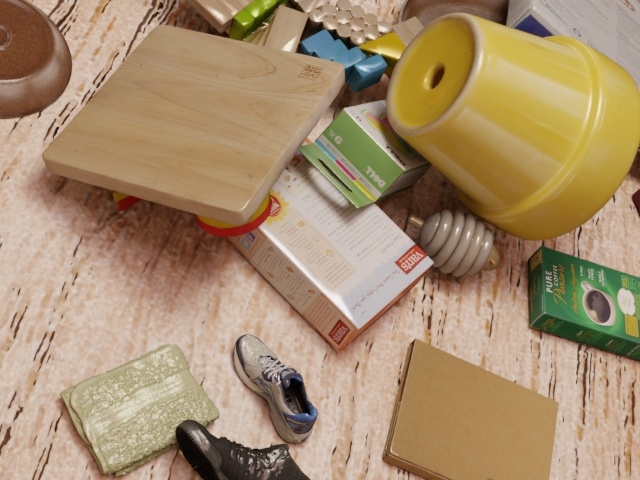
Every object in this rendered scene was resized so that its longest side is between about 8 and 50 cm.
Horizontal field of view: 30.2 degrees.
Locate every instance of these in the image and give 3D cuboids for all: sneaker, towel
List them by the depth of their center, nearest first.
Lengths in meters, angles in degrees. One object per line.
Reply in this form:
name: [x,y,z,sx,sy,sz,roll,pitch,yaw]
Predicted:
sneaker: [-0.069,0.236,1.234,0.089,0.051,0.170,-39,92,-32]
towel: [-0.186,0.175,1.239,0.148,0.027,0.110,-23,71,-35]
sneaker: [-0.044,0.153,1.303,0.052,0.058,0.135,-26,71,-36]

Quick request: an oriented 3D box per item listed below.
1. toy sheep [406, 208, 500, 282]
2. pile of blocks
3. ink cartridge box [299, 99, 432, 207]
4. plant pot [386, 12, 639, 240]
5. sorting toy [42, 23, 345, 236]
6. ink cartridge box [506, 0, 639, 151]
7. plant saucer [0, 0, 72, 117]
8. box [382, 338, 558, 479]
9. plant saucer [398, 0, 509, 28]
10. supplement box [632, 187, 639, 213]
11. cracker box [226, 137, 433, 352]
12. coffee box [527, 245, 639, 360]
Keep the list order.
toy sheep: [0.167,0.003,1.489,0.132,0.091,0.091,22,51,-11]
pile of blocks: [-0.016,-0.256,1.572,0.362,0.112,0.149,22,63,-1]
ink cartridge box: [0.064,-0.111,1.476,0.109,0.062,0.209,47,23,9]
plant pot: [0.220,-0.156,1.456,0.239,0.254,0.254,24,49,-32]
sorting toy: [-0.136,-0.118,1.366,0.257,0.089,0.255,16,51,22]
ink cartridge box: [0.420,-0.301,1.778,0.324,0.071,0.330,37,35,-15]
plant saucer: [-0.392,-0.235,1.414,0.199,0.036,0.198,12,55,-18]
box: [0.181,0.221,1.390,0.201,0.021,0.164,24,51,-9]
plant saucer: [0.246,-0.256,1.730,0.311,0.050,0.310,13,53,-19]
supplement box: [0.585,-0.026,1.722,0.240,0.073,0.130,0,59,-25]
cracker box: [0.000,0.000,1.423,0.232,0.067,0.156,45,51,9]
coffee box: [0.360,0.084,1.558,0.184,0.040,0.113,16,52,-16]
